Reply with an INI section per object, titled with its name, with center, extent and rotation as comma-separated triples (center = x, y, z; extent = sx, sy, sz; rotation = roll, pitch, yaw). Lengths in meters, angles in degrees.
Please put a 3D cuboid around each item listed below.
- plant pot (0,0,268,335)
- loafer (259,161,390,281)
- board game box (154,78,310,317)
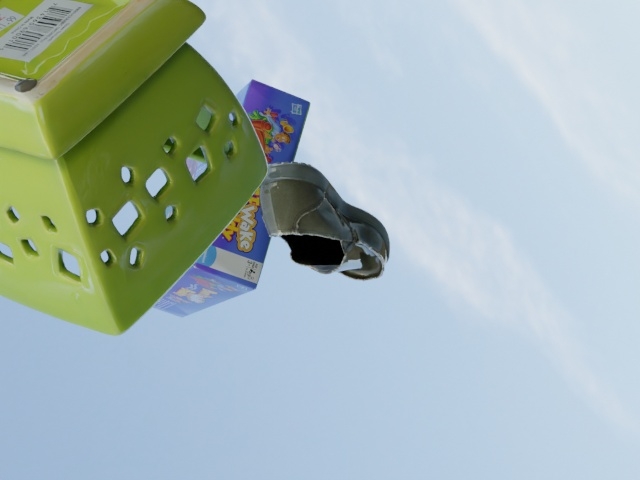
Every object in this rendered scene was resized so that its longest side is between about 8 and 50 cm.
[plant pot]
center = -0.206, -0.092, 0.972
extent = 0.228, 0.227, 0.207
rotation = -50, -36, -35
[loafer]
center = 0.000, 0.000, 1.288
extent = 0.251, 0.094, 0.087
rotation = 37, -127, -54
[board game box]
center = -0.134, -0.039, 1.482
extent = 0.078, 0.347, 0.233
rotation = 20, -105, -16
